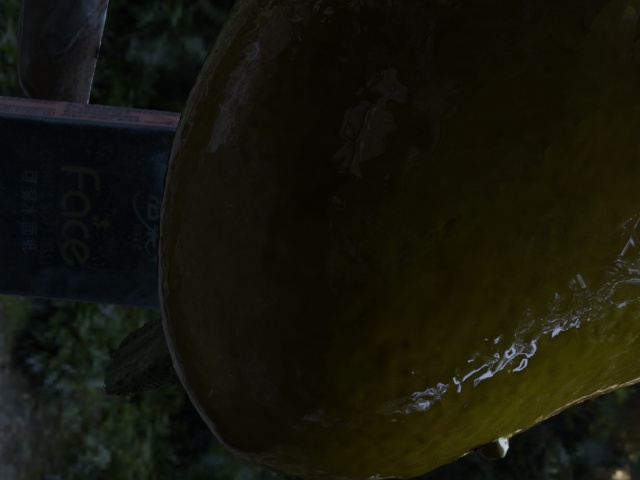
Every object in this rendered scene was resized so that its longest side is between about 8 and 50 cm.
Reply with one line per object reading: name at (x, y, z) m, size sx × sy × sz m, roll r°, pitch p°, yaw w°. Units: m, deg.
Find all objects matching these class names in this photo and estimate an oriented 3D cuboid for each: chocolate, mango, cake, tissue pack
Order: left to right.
chocolate at (-0.365, -0.294, 1.667) m, size 0.157 × 0.080 × 0.254 m, roll 46°, pitch -50°, yaw 41°
tissue pack at (-0.297, -0.047, 1.420) m, size 0.103 × 0.316 × 0.228 m, roll -92°, pitch -173°, yaw -63°
cake at (-0.179, 0.149, 1.621) m, size 0.235 × 0.099 × 0.100 m, roll -31°, pitch -147°, yaw 33°
mango at (0.104, -0.054, 0.598) m, size 0.445 × 0.301 × 0.220 m, roll -43°, pitch -172°, yaw -24°
